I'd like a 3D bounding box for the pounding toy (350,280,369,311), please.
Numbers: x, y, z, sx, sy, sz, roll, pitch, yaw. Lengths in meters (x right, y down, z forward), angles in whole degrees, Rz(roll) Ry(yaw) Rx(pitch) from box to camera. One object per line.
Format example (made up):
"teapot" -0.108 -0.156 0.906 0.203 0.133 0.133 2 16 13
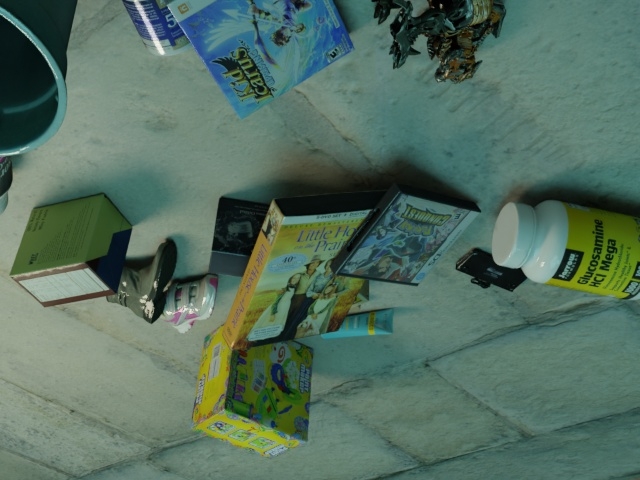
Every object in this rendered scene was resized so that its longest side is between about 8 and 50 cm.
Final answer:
"pounding toy" 0.039 0.144 2.105 0.181 0.094 0.206 -24 134 31

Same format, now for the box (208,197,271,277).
"box" -0.166 -0.001 1.881 0.155 0.158 0.093 8 142 -7

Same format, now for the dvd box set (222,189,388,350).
"dvd box set" -0.023 0.069 1.835 0.307 0.062 0.420 -6 137 -33

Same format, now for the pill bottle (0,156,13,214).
"pill bottle" -0.723 -0.168 1.708 0.162 0.162 0.278 10 142 -8

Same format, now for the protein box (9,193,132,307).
"protein box" -0.572 0.025 1.912 0.201 0.200 0.136 -10 140 17

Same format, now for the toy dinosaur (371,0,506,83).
"toy dinosaur" 0.210 -0.397 1.390 0.218 0.164 0.322 -10 124 -6

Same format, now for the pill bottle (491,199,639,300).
"pill bottle" 0.560 0.015 1.820 0.333 0.188 0.188 10 142 -9

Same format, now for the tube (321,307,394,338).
"tube" 0.101 0.230 2.232 0.207 0.080 0.052 -10 146 23

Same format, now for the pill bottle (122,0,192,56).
"pill bottle" -0.278 -0.415 1.391 0.112 0.112 0.187 -6 142 13

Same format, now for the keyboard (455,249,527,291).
"keyboard" 0.421 0.080 2.053 0.180 0.023 0.108 22 132 -21

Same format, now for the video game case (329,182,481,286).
"video game case" 0.190 -0.005 1.818 0.274 0.035 0.248 9 128 -42

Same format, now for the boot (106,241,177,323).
"boot" -0.461 0.087 2.072 0.161 0.083 0.247 26 120 10

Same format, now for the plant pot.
"plant pot" -0.532 -0.366 1.295 0.341 0.334 0.341 2 142 1

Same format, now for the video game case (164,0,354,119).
"video game case" -0.099 -0.370 1.400 0.244 0.061 0.269 -31 136 2

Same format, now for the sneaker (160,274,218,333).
"sneaker" -0.352 0.159 2.149 0.111 0.103 0.252 24 137 -27

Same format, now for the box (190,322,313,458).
"box" -0.184 0.412 2.310 0.279 0.290 0.177 29 136 -28
